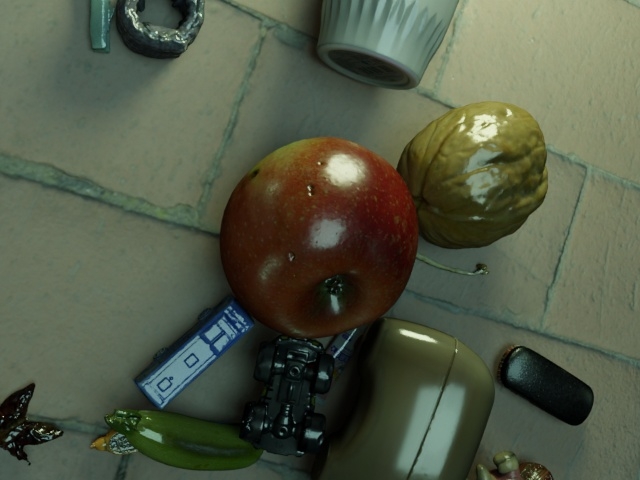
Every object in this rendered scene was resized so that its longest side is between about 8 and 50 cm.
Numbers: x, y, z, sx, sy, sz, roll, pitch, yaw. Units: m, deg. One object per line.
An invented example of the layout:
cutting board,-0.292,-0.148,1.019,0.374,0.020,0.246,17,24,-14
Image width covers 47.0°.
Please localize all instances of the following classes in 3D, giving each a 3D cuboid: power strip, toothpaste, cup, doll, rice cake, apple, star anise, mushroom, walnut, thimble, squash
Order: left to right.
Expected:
star anise,-0.534,0.297,1.213,0.212,0.053,0.157,6,91,-21
rice cake,-0.372,-0.413,1.255,0.042,0.030,0.180,1,93,-9
power strip,-0.320,0.352,1.318,0.178,0.028,0.049,-5,95,-22
thimble,-0.275,-0.389,1.262,0.150,0.097,0.150,-1,92,-22
squash,-0.234,0.353,1.287,0.340,0.094,0.095,24,83,-40
apple,0.000,0.000,1.271,0.348,0.277,0.349,-8,133,-9
toothpaste,0.031,0.230,1.453,0.067,0.043,0.195,34,85,-24
cup,0.142,-0.487,1.347,0.253,0.253,0.372,20,86,-22
mushroom,0.233,0.043,1.537,0.286,0.026,0.028,11,73,-21
doll,0.307,0.547,1.520,0.255,0.152,0.196,-25,112,-8
walnut,0.302,-0.124,1.432,0.312,0.252,0.277,-20,100,-30

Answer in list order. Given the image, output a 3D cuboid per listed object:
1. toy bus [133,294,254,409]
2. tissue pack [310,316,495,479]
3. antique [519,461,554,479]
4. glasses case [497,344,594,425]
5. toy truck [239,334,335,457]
toy bus,-0.220,0.200,1.315,0.236,0.094,0.079,-42,107,-15
tissue pack,0.164,0.354,1.374,0.276,0.267,0.387,22,82,3
antique,0.463,0.536,1.615,0.104,0.104,0.104,-1,93,-22
glasses case,0.503,0.323,1.635,0.266,0.067,0.103,32,79,-20
toy truck,-0.058,0.273,1.339,0.147,0.165,0.225,11,97,-2
